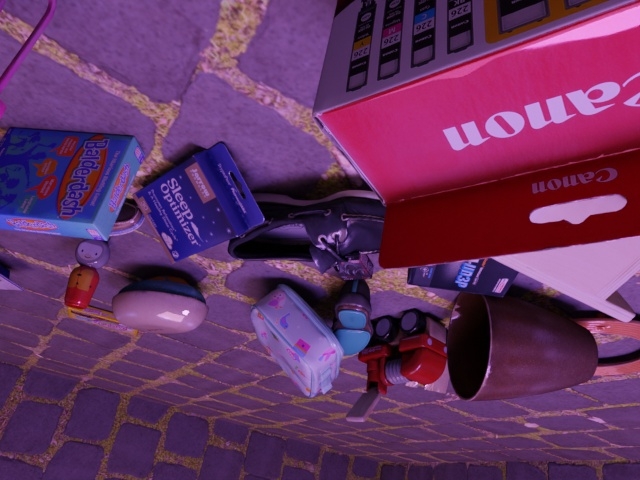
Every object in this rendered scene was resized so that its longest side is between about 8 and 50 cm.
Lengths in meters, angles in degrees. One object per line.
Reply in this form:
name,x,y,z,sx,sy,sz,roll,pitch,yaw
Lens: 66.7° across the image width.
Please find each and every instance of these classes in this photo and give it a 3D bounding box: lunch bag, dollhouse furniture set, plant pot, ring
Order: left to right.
lunch bag,-0.048,0.236,1.107,0.224,0.108,0.279,42,158,20
dollhouse furniture set,0.262,0.312,1.315,0.144,0.123,0.151,11,-176,-2
plant pot,0.389,0.207,0.932,0.230,0.215,0.215,7,150,-4
ring,0.598,0.234,1.079,0.336,0.032,0.337,8,149,5

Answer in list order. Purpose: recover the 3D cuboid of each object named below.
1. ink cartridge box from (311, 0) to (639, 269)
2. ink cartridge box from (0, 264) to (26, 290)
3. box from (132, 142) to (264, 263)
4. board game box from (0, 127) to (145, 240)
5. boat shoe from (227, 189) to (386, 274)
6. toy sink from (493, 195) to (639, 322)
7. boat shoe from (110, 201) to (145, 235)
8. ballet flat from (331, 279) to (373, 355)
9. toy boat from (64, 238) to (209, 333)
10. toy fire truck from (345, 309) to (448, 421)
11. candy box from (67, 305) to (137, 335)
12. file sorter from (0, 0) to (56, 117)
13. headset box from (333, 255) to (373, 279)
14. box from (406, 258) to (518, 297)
ink cartridge box,0.162,-0.140,0.347,0.309,0.272,0.130,-12,143,32
ink cartridge box,-0.925,0.054,1.205,0.370,0.069,0.176,3,148,16
box,-0.199,-0.052,0.768,0.225,0.036,0.136,-20,102,39
board game box,-0.388,-0.087,0.712,0.210,0.160,0.047,5,149,7
boat shoe,-0.002,-0.003,0.744,0.340,0.113,0.127,7,147,23
toy sink,0.300,-0.029,0.576,0.234,0.153,0.131,24,120,-19
boat shoe,-0.406,-0.055,0.863,0.183,0.066,0.066,5,148,9
ballet flat,0.073,0.163,1.051,0.095,0.096,0.280,9,149,1
toy boat,-0.405,0.112,1.094,0.267,0.148,0.318,-9,152,38
toy fire truck,0.164,0.296,1.100,0.158,0.246,0.217,31,144,-31
candy box,-0.649,0.237,1.465,0.205,0.027,0.105,20,152,-15
file sorter,-0.432,-0.251,0.428,0.290,0.182,0.202,6,150,8
headset box,0.057,0.042,0.918,0.062,0.032,0.083,-4,148,24
box,0.241,0.015,0.798,0.175,0.051,0.220,7,149,6
